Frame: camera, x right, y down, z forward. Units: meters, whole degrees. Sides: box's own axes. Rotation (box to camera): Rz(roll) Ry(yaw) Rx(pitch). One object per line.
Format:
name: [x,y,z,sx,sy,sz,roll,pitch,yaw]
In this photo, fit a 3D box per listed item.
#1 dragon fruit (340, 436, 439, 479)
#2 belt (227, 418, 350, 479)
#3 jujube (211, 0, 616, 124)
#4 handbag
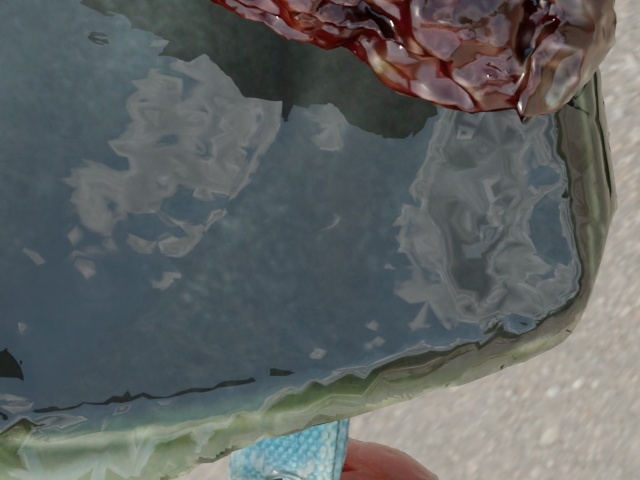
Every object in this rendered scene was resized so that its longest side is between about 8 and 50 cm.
dragon fruit: [0.017,0.217,1.227,0.172,0.172,0.209,-35,66,24]
belt: [0.000,0.000,1.101,0.072,0.087,0.302,8,65,4]
jujube: [0.009,-0.098,0.542,0.166,0.104,0.104,32,113,-15]
handbag: [-0.084,-0.039,0.694,0.340,0.240,0.247,-8,92,-18]
